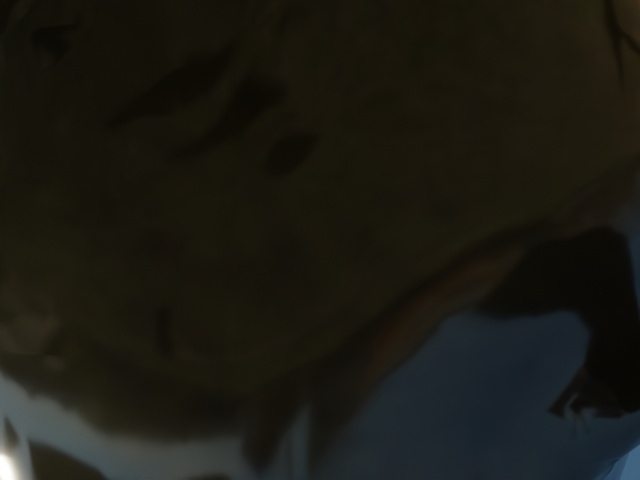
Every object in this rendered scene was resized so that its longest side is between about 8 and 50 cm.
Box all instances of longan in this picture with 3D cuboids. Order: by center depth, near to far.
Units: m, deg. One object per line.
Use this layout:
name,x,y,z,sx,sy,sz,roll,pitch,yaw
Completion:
longan,0.000,0.000,0.736,0.361,0.361,0.361,-4,-127,5
